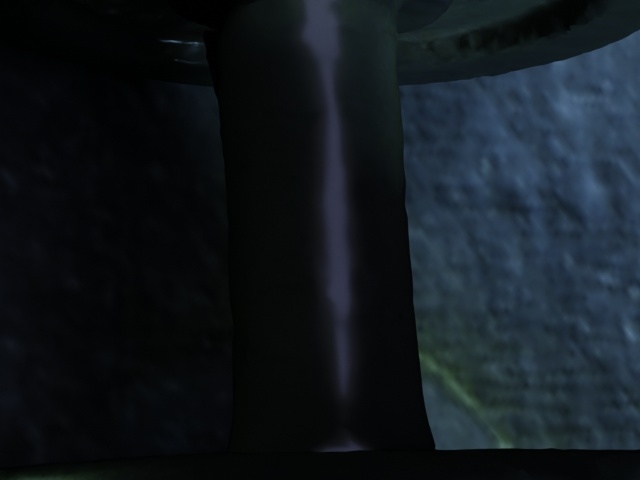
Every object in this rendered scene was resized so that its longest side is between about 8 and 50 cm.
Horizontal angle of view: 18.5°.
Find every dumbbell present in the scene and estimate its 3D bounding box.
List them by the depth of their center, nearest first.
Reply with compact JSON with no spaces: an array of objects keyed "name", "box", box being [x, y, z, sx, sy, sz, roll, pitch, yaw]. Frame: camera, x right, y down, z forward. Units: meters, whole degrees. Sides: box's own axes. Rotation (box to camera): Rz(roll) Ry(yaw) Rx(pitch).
[{"name":"dumbbell","box":[0.000,0.000,0.466,0.192,0.192,0.290,3,80,-28]}]
